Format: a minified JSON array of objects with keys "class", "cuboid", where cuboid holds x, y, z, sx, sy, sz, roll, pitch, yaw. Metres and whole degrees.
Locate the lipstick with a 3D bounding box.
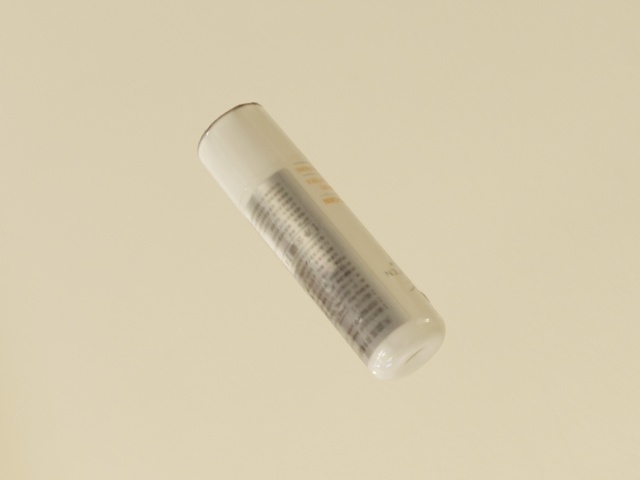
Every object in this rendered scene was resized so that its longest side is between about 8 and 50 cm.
[{"class":"lipstick","cuboid":[0.000,0.000,0.618,0.040,0.040,0.141,-42,-113,7]}]
